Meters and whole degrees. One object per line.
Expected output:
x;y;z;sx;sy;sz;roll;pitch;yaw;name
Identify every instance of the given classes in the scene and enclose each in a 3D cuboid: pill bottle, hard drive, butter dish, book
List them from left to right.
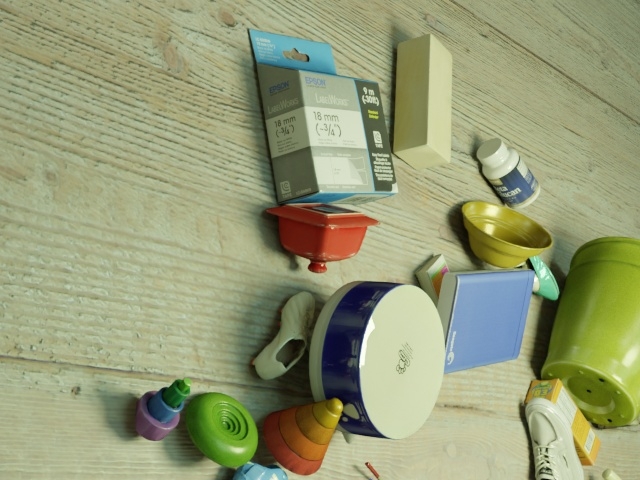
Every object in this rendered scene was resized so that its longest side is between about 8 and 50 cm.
0.000;0.000;1.626;0.160;0.160;0.118;-6;106;-49;butter dish
0.259;0.112;1.954;0.096;0.035;0.144;-36;107;-49;book
0.351;0.168;1.978;0.319;0.040;0.210;-1;103;-49;hard drive
0.446;-0.162;2.201;0.169;0.094;0.094;47;48;-28;pill bottle

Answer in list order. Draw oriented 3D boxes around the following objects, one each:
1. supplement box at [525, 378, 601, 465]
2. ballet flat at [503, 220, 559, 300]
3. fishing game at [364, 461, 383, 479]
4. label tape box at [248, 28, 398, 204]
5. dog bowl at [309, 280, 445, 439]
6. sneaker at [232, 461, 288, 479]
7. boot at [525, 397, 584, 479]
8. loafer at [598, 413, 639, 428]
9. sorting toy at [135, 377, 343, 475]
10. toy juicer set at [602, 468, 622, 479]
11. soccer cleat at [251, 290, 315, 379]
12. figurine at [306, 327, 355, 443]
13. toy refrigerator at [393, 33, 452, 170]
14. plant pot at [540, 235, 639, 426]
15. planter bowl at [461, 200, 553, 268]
0.576;0.432;2.182;0.233;0.078;0.080;55;47;-22;supplement box
0.487;0.056;2.207;0.087;0.083;0.247;-35;106;-23;ballet flat
0.078;0.538;1.614;0.189;0.041;0.264;54;39;-34;fishing game
0.009;-0.238;1.719;0.241;0.106;0.333;-4;82;-50;label tape box
0.101;0.201;1.563;0.265;0.104;0.265;0;90;-51;dog bowl
-0.057;0.430;1.452;0.240;0.091;0.126;44;48;-30;sneaker
0.525;0.493;2.090;0.258;0.095;0.123;62;37;-14;boot
0.792;0.442;2.415;0.268;0.102;0.092;12;68;-56;loafer
-0.100;0.261;1.395;0.365;0.126;0.127;19;37;-39;sorting toy
0.659;0.669;2.207;0.329;0.089;0.209;-30;89;-40;toy juicer set
-0.045;0.160;1.558;0.068;0.076;0.196;54;44;-23;soccer cleat
0.073;0.236;1.668;0.215;0.092;0.209;-30;105;-48;figurine
0.220;-0.298;1.990;0.102;0.094;0.269;28;59;-49;toy refrigerator
0.709;0.243;2.222;0.366;0.366;0.353;52;58;-24;plant pot
0.404;0.001;2.073;0.217;0.217;0.090;-13;130;-50;planter bowl
